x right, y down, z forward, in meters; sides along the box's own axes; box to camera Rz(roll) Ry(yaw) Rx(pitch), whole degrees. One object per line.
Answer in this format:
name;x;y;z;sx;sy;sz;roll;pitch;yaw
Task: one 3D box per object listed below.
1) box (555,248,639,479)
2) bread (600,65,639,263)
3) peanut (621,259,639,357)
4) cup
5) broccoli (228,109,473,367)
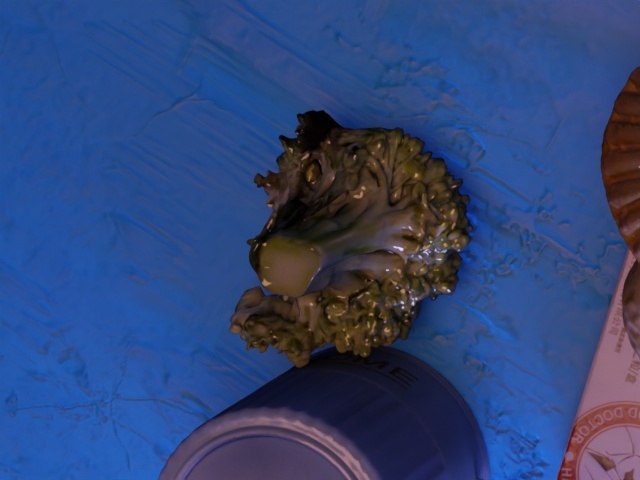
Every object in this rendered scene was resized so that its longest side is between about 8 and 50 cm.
box;0.376;0.103;1.870;0.214;0.069;0.353;19;103;16
bread;0.373;-0.069;1.667;0.274;0.149;0.274;0;88;8
peanut;0.349;0.055;1.784;0.140;0.109;0.159;40;102;26
cup;0.026;0.273;1.873;0.331;0.311;0.257;40;107;11
broccoli;0.000;0.000;1.892;0.263;0.243;0.247;-22;90;23
